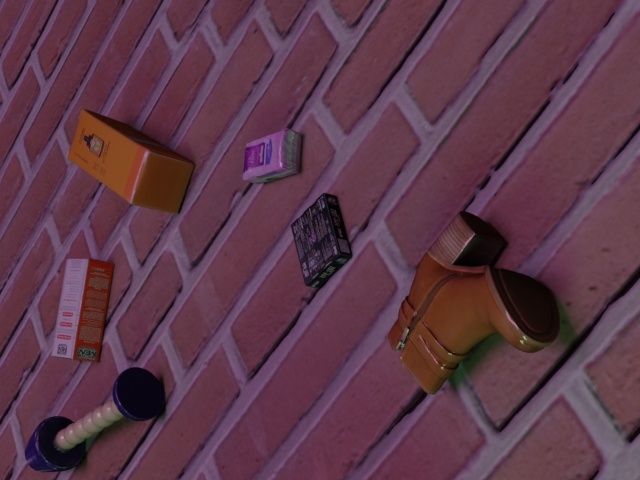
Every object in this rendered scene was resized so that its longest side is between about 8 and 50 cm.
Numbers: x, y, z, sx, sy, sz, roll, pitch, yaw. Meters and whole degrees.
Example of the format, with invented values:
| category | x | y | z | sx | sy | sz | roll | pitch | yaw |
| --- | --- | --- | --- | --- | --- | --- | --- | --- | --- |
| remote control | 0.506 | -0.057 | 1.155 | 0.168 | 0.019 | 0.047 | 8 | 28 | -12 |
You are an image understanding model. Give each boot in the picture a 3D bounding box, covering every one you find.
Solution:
| category | x | y | z | sx | sy | sz | roll | pitch | yaw |
| --- | --- | --- | --- | --- | --- | --- | --- | --- | --- |
| boot | 0.135 | 0.083 | 1.226 | 0.152 | 0.073 | 0.197 | -60 | 27 | 21 |

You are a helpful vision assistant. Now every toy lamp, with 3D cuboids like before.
| category | x | y | z | sx | sy | sz | roll | pitch | yaw |
| --- | --- | --- | --- | --- | --- | --- | --- | --- | --- |
| toy lamp | -0.310 | 0.245 | 1.773 | 0.274 | 0.080 | 0.080 | -36 | 53 | 44 |

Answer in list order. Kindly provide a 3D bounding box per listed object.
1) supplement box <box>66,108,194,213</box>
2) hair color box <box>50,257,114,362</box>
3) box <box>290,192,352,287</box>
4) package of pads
| category | x | y | z | sx | sy | sz | roll | pitch | yaw |
| --- | --- | --- | --- | --- | --- | --- | --- | --- | --- |
| supplement box | -0.262 | -0.109 | 1.816 | 0.233 | 0.080 | 0.078 | 31 | 104 | 51 |
| hair color box | -0.334 | 0.097 | 1.880 | 0.072 | 0.043 | 0.141 | 0 | 79 | 54 |
| box | 0.000 | 0.000 | 1.475 | 0.067 | 0.018 | 0.083 | -44 | 47 | 38 |
| package of pads | -0.056 | -0.098 | 1.569 | 0.083 | 0.032 | 0.050 | -13 | 67 | 52 |
